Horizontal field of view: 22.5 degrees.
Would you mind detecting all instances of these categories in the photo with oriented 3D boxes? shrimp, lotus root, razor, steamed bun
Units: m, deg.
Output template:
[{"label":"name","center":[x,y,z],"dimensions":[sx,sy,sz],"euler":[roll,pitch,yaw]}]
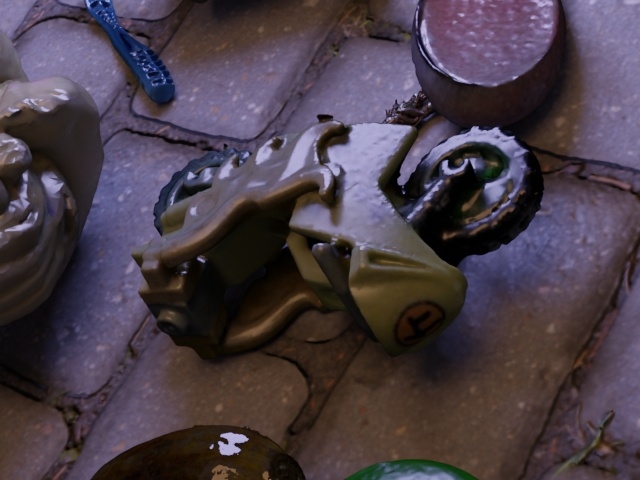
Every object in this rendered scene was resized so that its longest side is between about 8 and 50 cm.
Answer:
[{"label":"shrimp","center":[0.090,-0.131,1.635],"dimensions":[0.092,0.029,0.038],"euler":[-33,40,-10]},{"label":"lotus root","center":[-0.118,0.229,1.374],"dimensions":[0.241,0.123,0.124],"euler":[-24,58,38]},{"label":"razor","center":[-0.228,-0.239,1.871],"dimensions":[0.082,0.042,0.253],"euler":[-5,40,-31]},{"label":"steamed bun","center":[-0.389,-0.047,1.665],"dimensions":[0.352,0.247,0.339],"euler":[21,60,20]}]

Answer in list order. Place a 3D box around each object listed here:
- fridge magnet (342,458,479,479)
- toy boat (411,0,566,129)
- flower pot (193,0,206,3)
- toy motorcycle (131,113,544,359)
[{"label":"fridge magnet","center":[0.063,0.273,1.292],"dimensions":[0.208,0.088,0.208],"euler":[-15,49,18]},{"label":"toy boat","center":[0.169,-0.191,1.615],"dimensions":[0.155,0.085,0.227],"euler":[-1,45,7]},{"label":"flower pot","center":[-0.082,-0.408,1.790],"dimensions":[0.259,0.290,0.290],"euler":[-27,47,20]},{"label":"toy motorcycle","center":[0.000,0.000,1.490],"dimensions":[0.410,0.169,0.237],"euler":[-1,49,33]}]
